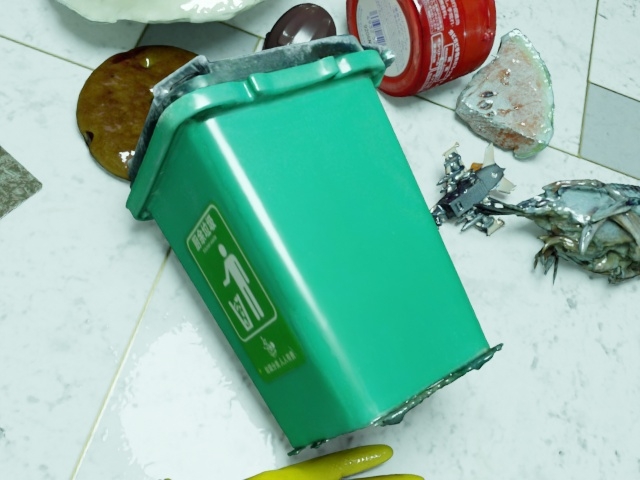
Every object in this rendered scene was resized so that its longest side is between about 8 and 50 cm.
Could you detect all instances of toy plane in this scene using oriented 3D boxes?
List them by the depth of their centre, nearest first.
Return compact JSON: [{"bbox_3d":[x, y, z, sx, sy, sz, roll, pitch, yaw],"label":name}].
[{"bbox_3d":[0.176,-0.047,0.882,0.188,0.062,0.135,-38,105,-22],"label":"toy plane"}]

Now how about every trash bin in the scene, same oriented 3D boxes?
[{"bbox_3d":[0.000,0.000,0.722,0.295,0.259,0.381,-22,80,-32],"label":"trash bin"}]

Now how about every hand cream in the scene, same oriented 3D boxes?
[{"bbox_3d":[0.131,-0.299,0.913,0.125,0.193,0.193,-23,74,-23],"label":"hand cream"}]

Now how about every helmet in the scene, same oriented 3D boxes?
[{"bbox_3d":[-0.025,-0.278,0.932,0.098,0.070,0.123,33,63,2],"label":"helmet"}]

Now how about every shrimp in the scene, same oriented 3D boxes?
[{"bbox_3d":[0.378,-0.017,0.856,0.371,0.172,0.137,-2,72,-22],"label":"shrimp"}]

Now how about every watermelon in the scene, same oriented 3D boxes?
[{"bbox_3d":[0.256,-0.205,0.971,0.139,0.071,0.187,-7,76,-8],"label":"watermelon"}]

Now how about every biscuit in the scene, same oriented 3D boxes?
[{"bbox_3d":[-0.202,-0.164,0.859,0.212,0.036,0.212,5,67,-12],"label":"biscuit"}]

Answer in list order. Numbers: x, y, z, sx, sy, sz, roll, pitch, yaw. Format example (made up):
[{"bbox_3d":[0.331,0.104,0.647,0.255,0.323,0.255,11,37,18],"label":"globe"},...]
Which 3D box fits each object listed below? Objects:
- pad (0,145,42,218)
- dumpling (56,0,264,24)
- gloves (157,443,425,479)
[{"bbox_3d":[-0.461,-0.041,0.763,0.158,0.003,0.235,41,64,7],"label":"pad"},{"bbox_3d":[-0.215,-0.402,0.864,0.395,0.233,0.316,32,65,18],"label":"dumpling"},{"bbox_3d":[-0.012,0.284,0.678,0.294,0.116,0.133,0,74,-20],"label":"gloves"}]
